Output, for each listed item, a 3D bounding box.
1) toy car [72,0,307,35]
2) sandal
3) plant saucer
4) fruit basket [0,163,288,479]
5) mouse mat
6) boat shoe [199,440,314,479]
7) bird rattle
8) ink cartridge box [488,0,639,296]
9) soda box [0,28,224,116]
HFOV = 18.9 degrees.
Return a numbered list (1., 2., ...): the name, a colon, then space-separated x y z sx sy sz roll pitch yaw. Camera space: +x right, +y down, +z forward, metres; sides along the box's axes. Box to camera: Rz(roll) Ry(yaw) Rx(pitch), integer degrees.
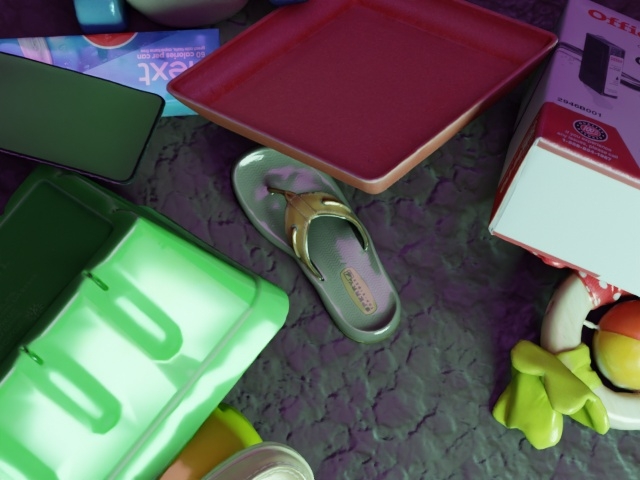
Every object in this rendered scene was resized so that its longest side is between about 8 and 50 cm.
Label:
1. toy car: -0.137 -0.335 1.767 0.219 0.210 0.238 -9 70 7
2. sandal: 0.000 0.000 1.793 0.090 0.060 0.219 -32 86 -8
3. plant saucer: 0.039 -0.143 1.732 0.259 0.047 0.258 26 50 35
4. fruit basket: -0.180 0.166 1.695 0.392 0.283 0.392 -17 120 -32
5. mouse mat: -0.240 -0.112 1.692 0.190 0.152 0.007 15 126 0
6. boat shoe: -0.104 0.298 1.567 0.109 0.098 0.302 45 81 -19
7. bird rattle: 0.266 0.080 1.800 0.207 0.143 0.253 24 68 -13
8. ink cartridge box: 0.277 -0.083 1.723 0.197 0.273 0.114 23 126 -2
9. soda box: -0.197 -0.153 1.793 0.210 0.067 0.071 -3 83 -6
